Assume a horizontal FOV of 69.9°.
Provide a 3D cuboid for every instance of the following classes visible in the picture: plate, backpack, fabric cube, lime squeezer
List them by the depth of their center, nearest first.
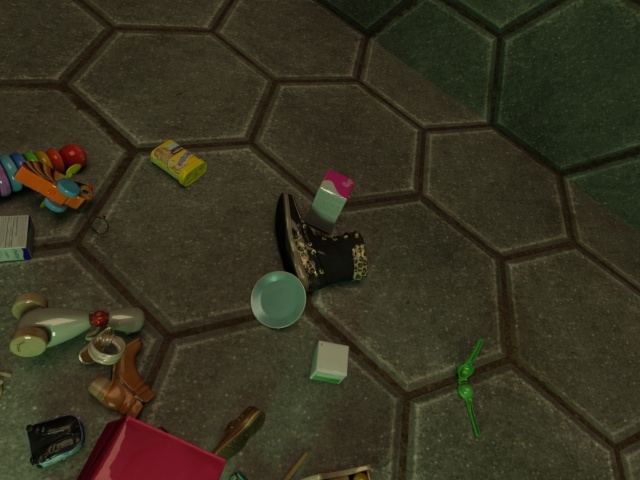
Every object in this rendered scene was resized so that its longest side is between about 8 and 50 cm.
[{"bbox_3d":[-0.407,0.569,1.008,0.254,0.259,0.258,32,53,-17],"label":"fabric cube"},{"bbox_3d":[-0.647,0.491,1.131,0.114,0.084,0.105,-16,61,-23],"label":"backpack"},{"bbox_3d":[-0.138,0.195,1.509,0.188,0.024,0.188,-3,75,9],"label":"plate"},{"bbox_3d":[0.504,0.476,1.523,0.058,0.110,0.310,8,84,-33],"label":"lime squeezer"}]

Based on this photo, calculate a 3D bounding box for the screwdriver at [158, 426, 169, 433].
[{"bbox_3d":[-0.379,0.566,1.214,0.025,0.024,0.170,-39,80,-5],"label":"screwdriver"}]

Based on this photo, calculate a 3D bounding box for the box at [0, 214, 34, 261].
[{"bbox_3d":[-0.955,-0.005,1.387,0.137,0.072,0.126,-4,57,-20],"label":"box"}]

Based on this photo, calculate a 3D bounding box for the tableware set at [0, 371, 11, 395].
[{"bbox_3d":[-0.914,0.373,1.154,0.194,0.039,0.128,15,53,-8],"label":"tableware set"}]

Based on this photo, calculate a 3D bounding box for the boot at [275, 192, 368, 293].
[{"bbox_3d":[0.000,0.000,1.650,0.284,0.138,0.377,-6,66,-22],"label":"boot"}]

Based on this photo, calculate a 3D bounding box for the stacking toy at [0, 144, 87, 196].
[{"bbox_3d":[-0.956,-0.248,1.533,0.330,0.141,0.141,-30,69,-39],"label":"stacking toy"}]

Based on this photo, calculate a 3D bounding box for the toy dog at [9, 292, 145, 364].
[{"bbox_3d":[-0.677,0.257,1.260,0.333,0.161,0.220,17,37,-11],"label":"toy dog"}]

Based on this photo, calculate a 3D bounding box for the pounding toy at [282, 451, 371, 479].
[{"bbox_3d":[0.007,0.625,1.211,0.269,0.154,0.155,-2,57,-20],"label":"pounding toy"}]

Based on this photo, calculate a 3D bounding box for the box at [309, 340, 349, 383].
[{"bbox_3d":[0.028,0.381,1.432,0.101,0.087,0.102,13,53,-9],"label":"box"}]

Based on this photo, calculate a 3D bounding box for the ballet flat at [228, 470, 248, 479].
[{"bbox_3d":[-0.167,0.681,1.181,0.188,0.070,0.070,38,53,12],"label":"ballet flat"}]

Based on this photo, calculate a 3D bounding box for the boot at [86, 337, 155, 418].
[{"bbox_3d":[-0.518,0.383,1.269,0.152,0.073,0.197,35,51,-2],"label":"boot"}]

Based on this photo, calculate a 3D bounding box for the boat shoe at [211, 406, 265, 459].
[{"bbox_3d":[-0.232,0.531,1.263,0.060,0.064,0.178,20,43,36],"label":"boat shoe"}]

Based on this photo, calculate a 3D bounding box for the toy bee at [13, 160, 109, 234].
[{"bbox_3d":[-0.829,-0.152,1.502,0.195,0.298,0.162,-23,29,6],"label":"toy bee"}]

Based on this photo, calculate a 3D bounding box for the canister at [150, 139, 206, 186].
[{"bbox_3d":[-0.538,-0.296,1.732,0.170,0.073,0.126,35,52,9],"label":"canister"}]

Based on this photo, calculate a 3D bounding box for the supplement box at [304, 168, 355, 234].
[{"bbox_3d":[0.031,-0.143,1.719,0.114,0.220,0.111,25,52,0],"label":"supplement box"}]
